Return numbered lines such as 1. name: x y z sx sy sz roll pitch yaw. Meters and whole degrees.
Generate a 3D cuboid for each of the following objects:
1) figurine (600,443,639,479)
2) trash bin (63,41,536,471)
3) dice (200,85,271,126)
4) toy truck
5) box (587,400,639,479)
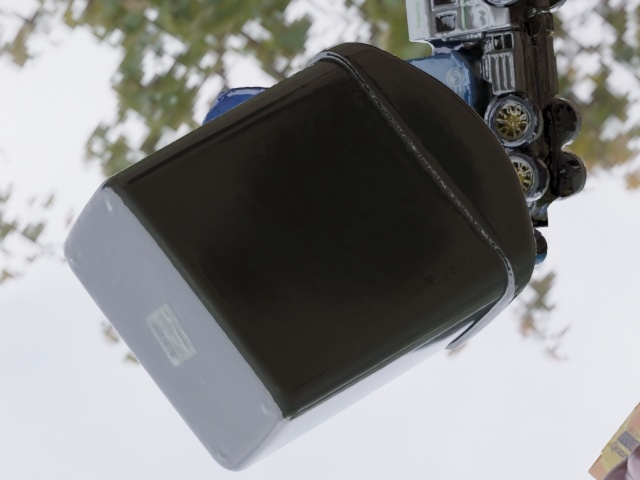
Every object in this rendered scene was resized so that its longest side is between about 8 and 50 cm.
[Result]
1. figurine: 0.321 0.265 1.709 0.173 0.173 0.173 23 -142 -20
2. trash bin: 0.000 0.000 1.033 0.236 0.101 0.177 -30 -101 -39
3. dice: -0.043 -0.081 1.998 0.146 0.143 0.146 18 -102 -62
4. toy truck: 0.190 -0.149 2.121 0.146 0.175 0.367 -2 -91 -62
5. box: 0.408 0.179 2.045 0.043 0.269 0.152 36 -177 -24
